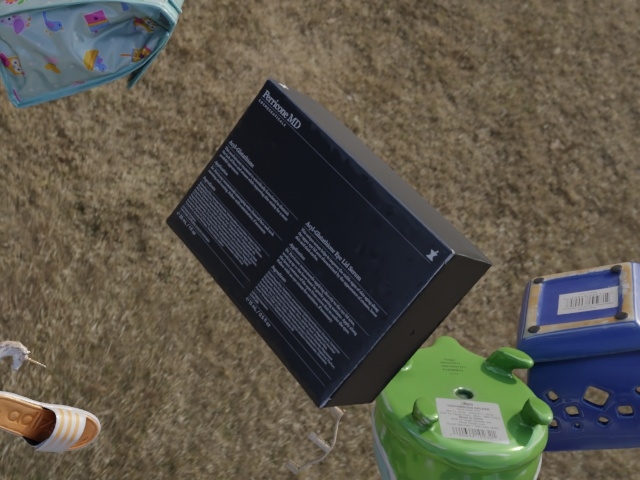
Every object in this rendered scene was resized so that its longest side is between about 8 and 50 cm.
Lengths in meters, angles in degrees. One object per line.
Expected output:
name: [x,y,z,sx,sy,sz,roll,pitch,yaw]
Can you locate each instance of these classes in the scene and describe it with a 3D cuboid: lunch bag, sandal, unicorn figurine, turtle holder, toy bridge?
lunch bag: [-0.310,-0.312,1.164,0.263,0.160,0.223,-12,33,8]
sandal: [-0.587,0.394,1.728,0.265,0.076,0.101,25,94,-33]
unicorn figurine: [-0.564,0.201,1.401,0.162,0.060,0.111,30,67,36]
turtle holder: [0.170,0.269,1.178,0.244,0.227,0.320,-7,27,-29]
toy bridge: [-0.001,0.470,1.923,0.063,0.026,0.188,38,90,8]

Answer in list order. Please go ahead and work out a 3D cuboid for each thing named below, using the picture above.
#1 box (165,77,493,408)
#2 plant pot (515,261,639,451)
box: [0.000,0.000,0.784,0.261,0.184,0.103,47,20,28]
plant pot: [0.437,0.174,1.310,0.212,0.236,0.236,67,28,-23]
